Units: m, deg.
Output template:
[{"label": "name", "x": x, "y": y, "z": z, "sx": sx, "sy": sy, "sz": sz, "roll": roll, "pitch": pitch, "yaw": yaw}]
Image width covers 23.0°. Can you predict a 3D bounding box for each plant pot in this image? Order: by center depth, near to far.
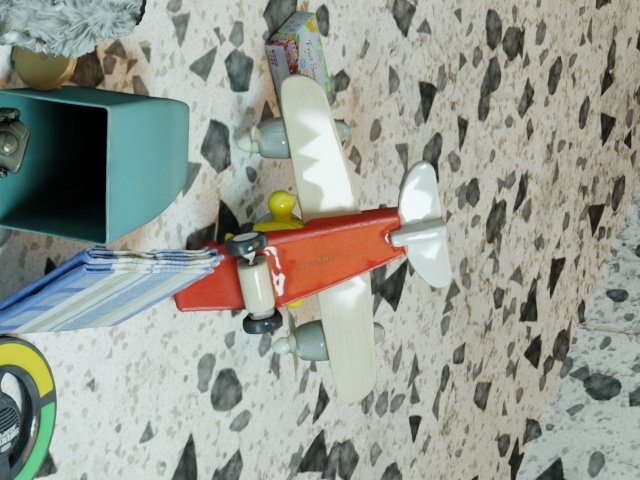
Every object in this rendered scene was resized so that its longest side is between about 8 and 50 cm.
[{"label": "plant pot", "x": -0.263, "y": -0.108, "z": 1.931, "sx": 0.234, "sy": 0.166, "sz": 0.165, "roll": -25, "pitch": 121, "yaw": -60}]

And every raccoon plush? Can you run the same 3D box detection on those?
[{"label": "raccoon plush", "x": -0.380, "y": -0.348, "z": 1.694, "sx": 0.446, "sy": 0.299, "sz": 0.216, "roll": -16, "pitch": 136, "yaw": -23}]

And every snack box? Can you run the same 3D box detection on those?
[{"label": "snack box", "x": -0.032, "y": -0.264, "z": 2.404, "sx": 0.100, "sy": 0.037, "sz": 0.141, "roll": -53, "pitch": 142, "yaw": -40}]

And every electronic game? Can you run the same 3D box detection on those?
[{"label": "electronic game", "x": -0.400, "y": 0.229, "z": 1.918, "sx": 0.229, "sy": 0.048, "sz": 0.229, "roll": -30, "pitch": 125, "yaw": -54}]

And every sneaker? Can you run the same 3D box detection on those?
[{"label": "sneaker", "x": -0.402, "y": -0.126, "z": 1.709, "sx": 0.227, "sy": 0.130, "sz": 0.087, "roll": 23, "pitch": 78, "yaw": -58}]

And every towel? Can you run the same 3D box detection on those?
[{"label": "towel", "x": -0.274, "y": 0.062, "z": 1.959, "sx": 0.285, "sy": 0.209, "sz": 0.034, "roll": 0, "pitch": 64, "yaw": -60}]

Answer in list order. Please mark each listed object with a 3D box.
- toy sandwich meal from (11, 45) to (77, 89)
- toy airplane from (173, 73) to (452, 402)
[{"label": "toy sandwich meal", "x": -0.325, "y": -0.214, "z": 1.861, "sx": 0.029, "sy": 0.085, "sz": 0.085, "roll": 43, "pitch": 61, "yaw": -76}, {"label": "toy airplane", "x": 0.000, "y": 0.000, "z": 2.321, "sx": 0.384, "sy": 0.272, "sz": 0.386, "roll": 31, "pitch": 85, "yaw": -26}]
